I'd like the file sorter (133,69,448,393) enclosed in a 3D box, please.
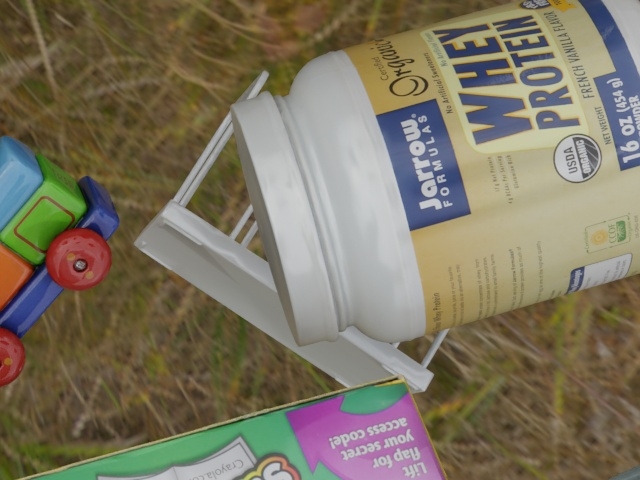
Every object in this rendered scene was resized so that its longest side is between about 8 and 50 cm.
[{"bbox_3d":[0.000,0.000,1.707,0.277,0.193,0.173,34,77,-6],"label":"file sorter"}]

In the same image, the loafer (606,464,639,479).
[{"bbox_3d":[0.269,0.143,1.041,0.267,0.084,0.096,-23,148,-5],"label":"loafer"}]

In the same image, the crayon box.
[{"bbox_3d":[-0.121,0.243,1.316,0.363,0.313,0.106,-14,64,-20],"label":"crayon box"}]

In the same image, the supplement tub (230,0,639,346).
[{"bbox_3d":[0.107,-0.053,1.411,0.316,0.228,0.228,-16,104,-5],"label":"supplement tub"}]

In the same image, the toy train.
[{"bbox_3d":[-0.260,0.034,1.209,0.143,0.105,0.248,38,99,-27],"label":"toy train"}]
